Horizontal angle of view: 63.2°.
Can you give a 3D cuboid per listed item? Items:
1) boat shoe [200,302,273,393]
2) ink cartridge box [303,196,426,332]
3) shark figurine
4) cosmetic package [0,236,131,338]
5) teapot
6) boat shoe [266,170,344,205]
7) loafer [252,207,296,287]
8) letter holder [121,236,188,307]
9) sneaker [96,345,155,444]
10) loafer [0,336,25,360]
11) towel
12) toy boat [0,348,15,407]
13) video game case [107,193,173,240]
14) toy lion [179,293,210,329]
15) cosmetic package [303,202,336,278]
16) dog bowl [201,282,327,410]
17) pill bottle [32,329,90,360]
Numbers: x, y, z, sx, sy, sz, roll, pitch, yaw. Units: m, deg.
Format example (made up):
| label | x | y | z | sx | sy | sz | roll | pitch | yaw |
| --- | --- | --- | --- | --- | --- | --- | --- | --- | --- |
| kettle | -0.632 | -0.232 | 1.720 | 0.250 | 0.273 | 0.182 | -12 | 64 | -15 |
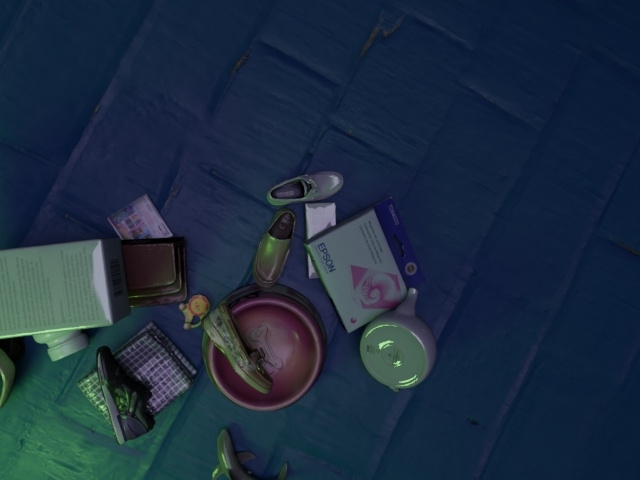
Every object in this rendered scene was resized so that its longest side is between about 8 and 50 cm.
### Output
| label | x | y | z | sx | sy | sz | roll | pitch | yaw |
| --- | --- | --- | --- | --- | --- | --- | --- | --- | --- |
| boat shoe | -0.221 | 0.311 | 1.481 | 0.089 | 0.104 | 0.285 | -40 | 93 | -2 |
| ink cartridge box | 0.158 | 0.075 | 1.649 | 0.329 | 0.071 | 0.324 | -28 | 105 | -10 |
| shark figurine | -0.233 | 0.738 | 1.625 | 0.278 | 0.116 | 0.166 | 33 | 88 | -3 |
| cosmetic package | -0.765 | 0.129 | 1.384 | 0.452 | 0.161 | 0.230 | -6 | 93 | -3 |
| teapot | 0.256 | 0.327 | 1.629 | 0.256 | 0.187 | 0.253 | -40 | 84 | 29 |
| boat shoe | -0.044 | -0.163 | 1.663 | 0.257 | 0.084 | 0.095 | -18 | 92 | -6 |
| loafer | -0.144 | 0.015 | 1.629 | 0.101 | 0.092 | 0.269 | 16 | 77 | -4 |
| letter holder | -0.566 | 0.108 | 1.556 | 0.301 | 0.152 | 0.215 | -2 | 96 | -3 |
| sneaker | -0.554 | 0.425 | 1.491 | 0.124 | 0.107 | 0.284 | -16 | 98 | -21 |
| loafer | -0.950 | 0.259 | 1.559 | 0.080 | 0.078 | 0.220 | -20 | 92 | -6 |
| towel | -0.552 | 0.426 | 1.584 | 0.283 | 0.121 | 0.235 | -39 | 95 | -5 |
| toy boat | -1.035 | 0.370 | 1.492 | 0.318 | 0.148 | 0.268 | 40 | 119 | 8 |
| video game case | -0.565 | -0.043 | 1.636 | 0.143 | 0.019 | 0.157 | -33 | 94 | -5 |
| toy lion | -0.395 | 0.223 | 1.650 | 0.095 | 0.034 | 0.100 | -13 | 91 | -14 |
| cosmetic package | 0.000 | 0.000 | 1.678 | 0.098 | 0.060 | 0.239 | -2 | 90 | -12 |
| dog bowl | -0.171 | 0.339 | 1.614 | 0.407 | 0.150 | 0.409 | 0 | 89 | -7 |
| pill bottle | -0.791 | 0.209 | 1.542 | 0.152 | 0.152 | 0.272 | -23 | 92 | -6 |
